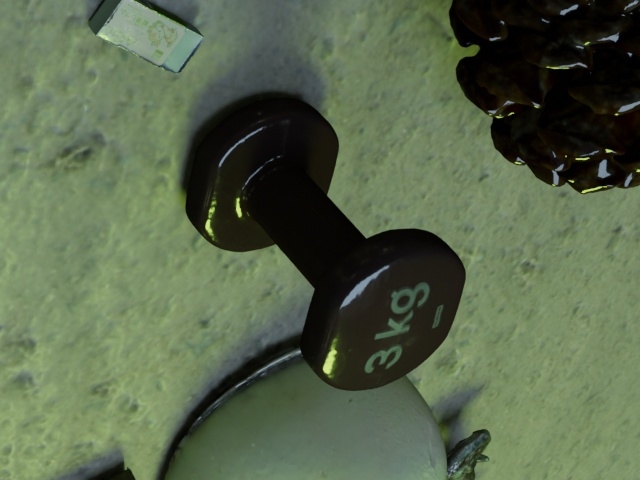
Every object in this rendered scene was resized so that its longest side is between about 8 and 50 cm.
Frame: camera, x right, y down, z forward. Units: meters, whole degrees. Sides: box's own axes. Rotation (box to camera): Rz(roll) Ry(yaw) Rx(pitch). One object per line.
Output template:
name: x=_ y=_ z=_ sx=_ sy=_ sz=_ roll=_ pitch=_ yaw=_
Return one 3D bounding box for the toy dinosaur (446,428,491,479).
toy dinosaur: x=0.114 y=0.324 z=1.714 sx=0.162 sy=0.077 sz=0.294 roll=8 pitch=106 yaw=-55

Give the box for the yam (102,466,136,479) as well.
yam: x=-0.221 y=0.257 z=1.426 sx=0.132 sy=0.054 sz=0.054 roll=-27 pitch=139 yaw=-16

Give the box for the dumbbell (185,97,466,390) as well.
dumbbell: x=0.000 y=0.000 z=1.217 sx=0.124 sy=0.225 sz=0.140 roll=-10 pitch=130 yaw=-33

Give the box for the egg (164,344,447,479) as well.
egg: x=-0.004 y=0.248 z=1.493 sx=0.286 sy=0.174 sz=0.264 roll=-44 pitch=137 yaw=11

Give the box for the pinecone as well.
pinecone: x=0.221 y=-0.154 z=1.248 sx=0.244 sy=0.244 sz=0.309 roll=-32 pitch=150 yaw=-10

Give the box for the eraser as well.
eraser: x=-0.125 y=-0.151 z=1.140 sx=0.083 sy=0.019 sz=0.038 roll=23 pitch=109 yaw=-48
